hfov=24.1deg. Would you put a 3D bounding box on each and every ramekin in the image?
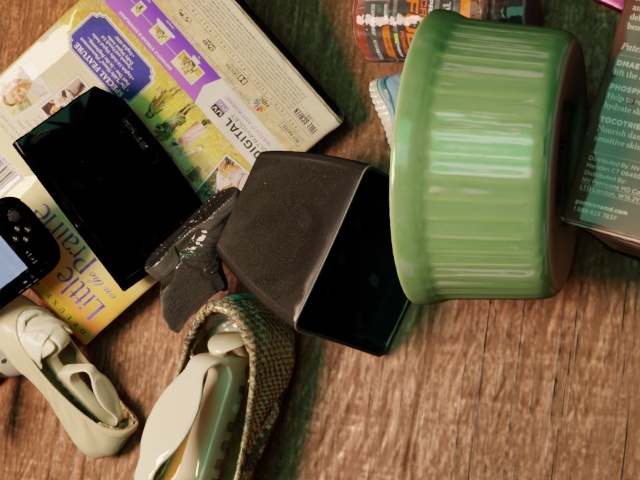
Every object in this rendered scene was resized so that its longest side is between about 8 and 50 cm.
[{"bbox_3d":[0.180,-0.080,1.516,0.148,0.303,0.303,5,83,17],"label":"ramekin"}]

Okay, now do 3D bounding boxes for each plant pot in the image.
[{"bbox_3d":[0.000,0.000,1.649,0.167,0.187,0.188,24,91,36],"label":"plant pot"}]

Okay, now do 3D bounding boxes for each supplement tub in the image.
[{"bbox_3d":[0.142,-0.250,1.663,0.197,0.106,0.106,2,82,25],"label":"supplement tub"}]

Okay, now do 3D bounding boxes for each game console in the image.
[{"bbox_3d":[-0.323,0.003,1.704,0.361,0.044,0.213,-36,103,1],"label":"game console"}]

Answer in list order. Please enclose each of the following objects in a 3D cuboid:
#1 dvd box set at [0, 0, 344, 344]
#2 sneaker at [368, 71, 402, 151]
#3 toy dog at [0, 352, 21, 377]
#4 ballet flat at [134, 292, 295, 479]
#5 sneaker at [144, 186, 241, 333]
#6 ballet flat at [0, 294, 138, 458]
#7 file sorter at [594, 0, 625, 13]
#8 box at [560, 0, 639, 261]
[{"bbox_3d":[-0.226,-0.121,1.754,0.420,0.062,0.307,-41,97,13],"label":"dvd box set"},{"bbox_3d":[0.112,-0.124,1.678,0.073,0.063,0.162,-26,71,14],"label":"sneaker"},{"bbox_3d":[-0.496,0.179,1.839,0.220,0.161,0.334,43,99,24],"label":"toy dog"},{"bbox_3d":[-0.157,0.287,1.658,0.164,0.182,0.483,14,87,24],"label":"ballet flat"},{"bbox_3d":[-0.130,0.022,1.695,0.170,0.089,0.051,-41,23,8],"label":"sneaker"},{"bbox_3d":[-0.304,0.145,1.763,0.086,0.086,0.248,-36,97,14],"label":"ballet flat"},{"bbox_3d":[0.299,-0.427,1.582,0.202,0.182,0.291,30,94,26],"label":"file sorter"},{"bbox_3d":[0.374,-0.168,1.498,0.143,0.191,0.381,17,88,25],"label":"box"}]
